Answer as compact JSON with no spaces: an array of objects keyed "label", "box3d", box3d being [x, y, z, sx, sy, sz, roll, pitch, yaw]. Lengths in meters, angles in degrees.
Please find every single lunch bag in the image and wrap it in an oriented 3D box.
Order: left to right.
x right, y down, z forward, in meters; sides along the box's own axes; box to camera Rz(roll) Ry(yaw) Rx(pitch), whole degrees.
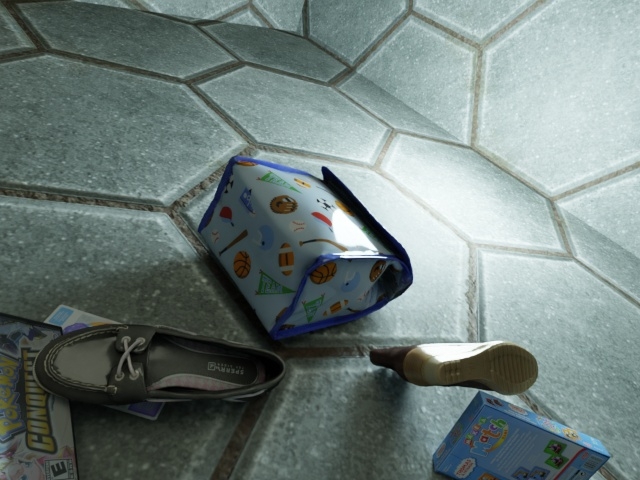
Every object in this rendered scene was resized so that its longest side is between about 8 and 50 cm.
[{"label":"lunch bag","box3d":[0.000,0.000,0.866,0.385,0.239,0.328,4,38,-49]}]

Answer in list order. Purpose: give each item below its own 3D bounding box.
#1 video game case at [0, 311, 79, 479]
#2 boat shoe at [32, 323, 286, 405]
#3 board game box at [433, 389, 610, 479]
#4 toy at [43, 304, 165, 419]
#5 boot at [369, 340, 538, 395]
[{"label":"video game case","box3d":[-0.380,0.179,0.415,0.275,0.035,0.248,57,7,34]},{"label":"boat shoe","box3d":[-0.203,0.173,0.572,0.335,0.095,0.112,18,52,-34]},{"label":"board game box","box3d":[0.318,0.350,0.651,0.211,0.160,0.039,23,22,-1]},{"label":"toy","box3d":[-0.333,0.170,0.617,0.237,0.056,0.137,21,36,-3]},{"label":"boot","box3d":[0.241,0.222,0.747,0.248,0.207,0.090,7,80,-21]}]
